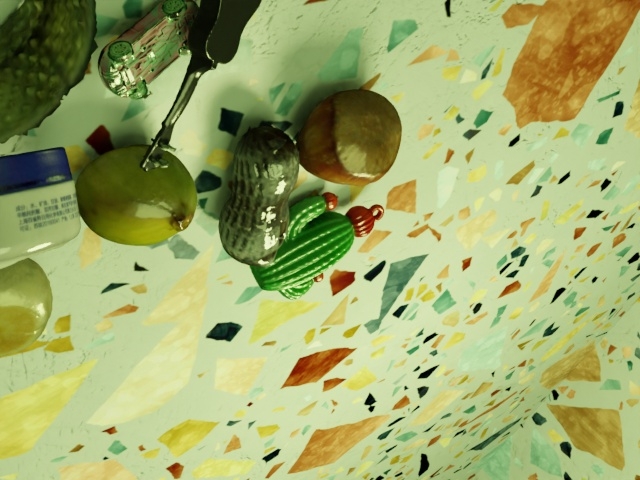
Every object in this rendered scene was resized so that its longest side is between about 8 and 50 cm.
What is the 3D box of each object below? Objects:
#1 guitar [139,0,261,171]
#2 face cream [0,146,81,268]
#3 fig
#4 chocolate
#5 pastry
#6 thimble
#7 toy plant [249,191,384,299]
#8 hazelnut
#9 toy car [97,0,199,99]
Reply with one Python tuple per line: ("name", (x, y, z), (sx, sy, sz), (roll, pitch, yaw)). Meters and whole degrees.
("guitar", (-0.142, -0.195, 0.879), (0.083, 0.038, 0.271), (3, 115, -63))
("face cream", (-0.362, -0.030, 0.800), (0.205, 0.206, 0.111), (-14, 102, -29))
("fig", (-0.236, -0.058, 0.976), (0.152, 0.121, 0.136), (-14, 153, 9))
("chocolate", (-0.090, -0.062, 1.108), (0.110, 0.110, 0.248), (-11, 136, -32))
("pastry", (-0.433, 0.087, 1.000), (0.156, 0.092, 0.157), (-20, 136, -20))
("thimble", (-0.345, -0.217, 0.650), (0.270, 0.150, 0.271), (-24, 145, -18))
("toy plant", (-0.011, -0.003, 1.265), (0.240, 0.088, 0.154), (-46, 131, 2))
("hazelnut", (0.038, -0.148, 1.105), (0.150, 0.150, 0.150), (-23, 145, -18))
("toy car", (-0.193, -0.222, 0.861), (0.142, 0.055, 0.069), (-48, 155, -22))
